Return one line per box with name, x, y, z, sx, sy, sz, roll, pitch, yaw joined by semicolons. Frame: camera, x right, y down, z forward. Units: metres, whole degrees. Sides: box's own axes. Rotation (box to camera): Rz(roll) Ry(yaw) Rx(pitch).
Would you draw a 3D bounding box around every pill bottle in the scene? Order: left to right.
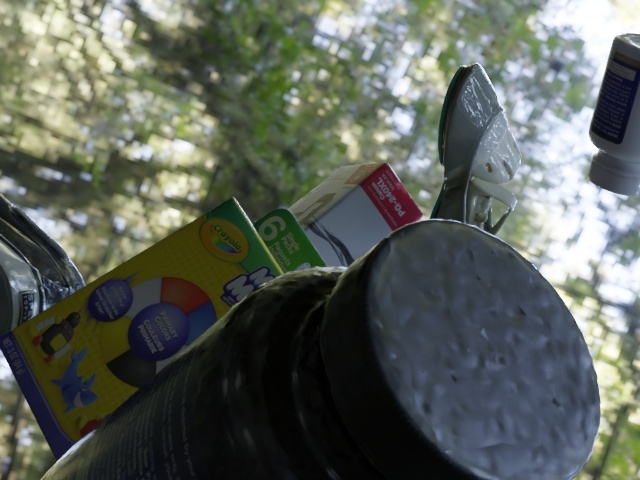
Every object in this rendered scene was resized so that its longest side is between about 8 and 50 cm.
pill bottle;-0.010;0.085;0.533;0.219;0.123;0.122;-41;-139;43
pill bottle;0.397;-0.155;1.891;0.112;0.112;0.186;-132;-131;-55

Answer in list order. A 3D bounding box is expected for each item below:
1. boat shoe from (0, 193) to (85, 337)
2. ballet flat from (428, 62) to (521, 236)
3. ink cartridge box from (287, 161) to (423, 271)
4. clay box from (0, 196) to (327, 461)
boat shoe;-0.302;-0.029;1.155;0.306;0.105;0.113;31;-66;24
ballet flat;0.129;-0.057;1.212;0.072;0.068;0.213;-55;162;-33
ink cartridge box;0.000;0.000;1.342;0.150;0.063;0.109;-39;-166;-17
clay box;-0.094;0.065;1.032;0.222;0.053;0.127;-32;-119;-4
